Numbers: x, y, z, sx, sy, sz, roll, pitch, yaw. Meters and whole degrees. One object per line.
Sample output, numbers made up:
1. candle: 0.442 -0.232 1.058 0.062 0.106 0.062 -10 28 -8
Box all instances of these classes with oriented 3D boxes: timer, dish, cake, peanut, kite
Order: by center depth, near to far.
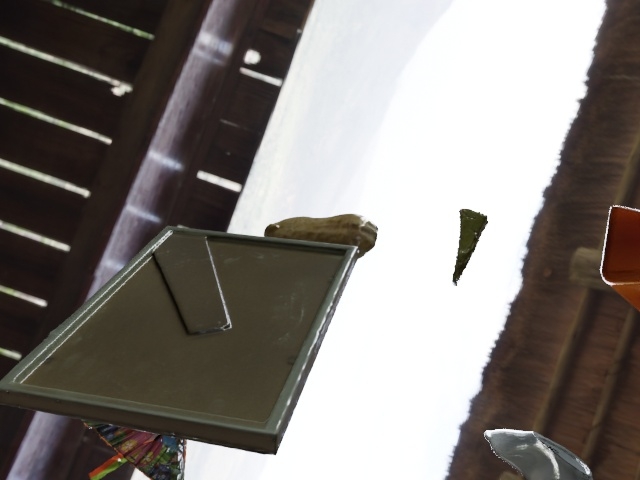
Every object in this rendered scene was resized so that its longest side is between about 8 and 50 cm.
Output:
1. dish: 0.238 0.230 0.695 0.039 0.137 0.091 -57 171 14
2. kite: -0.270 0.317 1.036 0.183 0.241 0.014 -29 137 -39
3. cake: 0.263 0.014 1.187 0.051 0.055 0.140 50 49 -71
4. peanut: 0.000 0.000 1.189 0.099 0.214 0.099 1 90 -74
5. timer: 0.712 0.051 1.302 0.250 0.257 0.161 0 -115 49

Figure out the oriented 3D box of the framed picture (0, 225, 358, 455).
1. framed picture: -0.148 0.094 0.888 0.446 0.326 0.028 -60 153 -61
